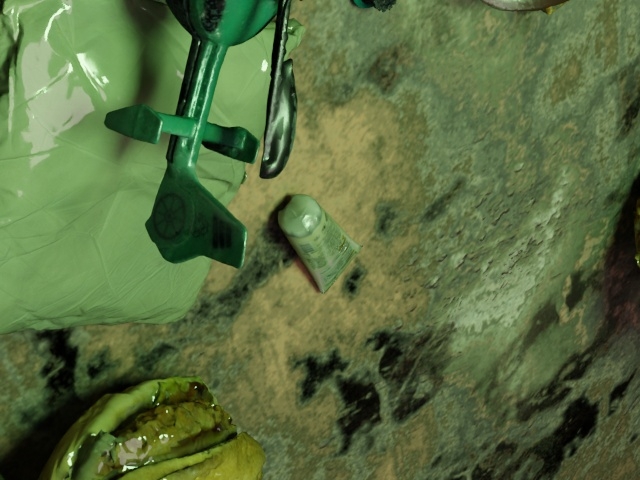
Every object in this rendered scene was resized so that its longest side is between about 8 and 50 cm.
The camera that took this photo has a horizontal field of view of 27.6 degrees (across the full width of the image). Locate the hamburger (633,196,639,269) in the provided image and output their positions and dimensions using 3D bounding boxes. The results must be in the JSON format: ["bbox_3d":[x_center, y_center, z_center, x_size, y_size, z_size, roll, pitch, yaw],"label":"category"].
[{"bbox_3d":[0.535,-0.011,1.497,0.250,0.330,0.330,24,102,-51],"label":"hamburger"}]

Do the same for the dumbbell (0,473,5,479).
[{"bbox_3d":[-0.307,0.220,1.045,0.118,0.046,0.052,-11,122,-40],"label":"dumbbell"}]

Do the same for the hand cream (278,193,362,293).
[{"bbox_3d":[0.000,0.000,1.194,0.061,0.039,0.143,-53,152,-9],"label":"hand cream"}]

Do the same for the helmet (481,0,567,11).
[{"bbox_3d":[0.186,-0.283,1.083,0.155,0.106,0.175,10,140,-9],"label":"helmet"}]

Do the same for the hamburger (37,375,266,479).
[{"bbox_3d":[-0.168,0.249,1.120,0.283,0.144,0.259,-58,152,15],"label":"hamburger"}]

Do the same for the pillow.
[{"bbox_3d":[-0.151,-0.047,0.961,0.274,0.076,0.281,1,120,-48],"label":"pillow"}]

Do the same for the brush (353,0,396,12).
[{"bbox_3d":[0.069,-0.271,1.037,0.043,0.032,0.193,-8,127,-42],"label":"brush"}]

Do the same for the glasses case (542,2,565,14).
[{"bbox_3d":[0.271,-0.303,1.204,0.218,0.049,0.075,-37,147,-17],"label":"glasses case"}]

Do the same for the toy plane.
[{"bbox_3d":[-0.062,-0.173,0.841,0.106,0.155,0.382,10,96,-48],"label":"toy plane"}]
